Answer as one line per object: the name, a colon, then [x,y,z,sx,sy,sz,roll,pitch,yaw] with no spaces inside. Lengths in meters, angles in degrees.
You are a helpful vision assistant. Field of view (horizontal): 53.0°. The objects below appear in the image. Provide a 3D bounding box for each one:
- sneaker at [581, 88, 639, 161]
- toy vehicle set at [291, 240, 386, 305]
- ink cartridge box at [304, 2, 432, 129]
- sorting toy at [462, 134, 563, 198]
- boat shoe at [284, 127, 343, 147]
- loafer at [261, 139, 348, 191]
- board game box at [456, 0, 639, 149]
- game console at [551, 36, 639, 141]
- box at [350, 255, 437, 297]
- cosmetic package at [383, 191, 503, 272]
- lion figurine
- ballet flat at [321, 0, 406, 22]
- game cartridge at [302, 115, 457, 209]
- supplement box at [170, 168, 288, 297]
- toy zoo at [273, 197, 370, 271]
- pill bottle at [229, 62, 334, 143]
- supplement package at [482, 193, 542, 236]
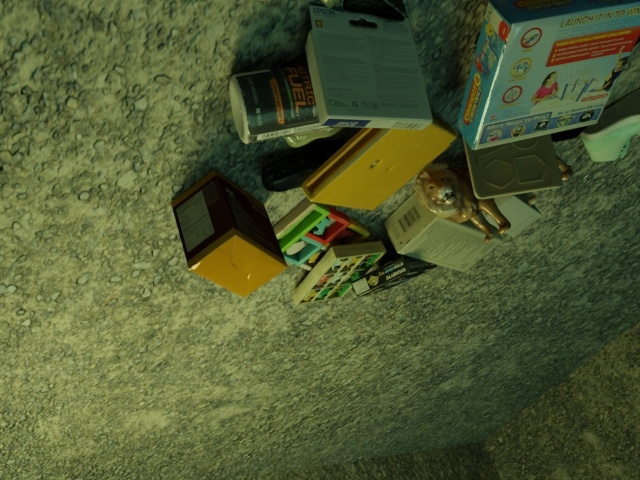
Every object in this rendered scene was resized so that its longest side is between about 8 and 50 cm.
sneaker: [0.817,-0.299,1.685,0.255,0.094,0.151,-23,140,16]
toy vehicle set: [0.047,0.092,1.759,0.165,0.035,0.267,-7,152,-33]
ink cartridge box: [0.084,-0.313,1.170,0.223,0.224,0.045,-2,165,-26]
sorting toy: [0.444,-0.196,1.501,0.208,0.193,0.038,-7,162,0]
boat shoe: [-0.007,-0.244,1.327,0.152,0.056,0.048,-20,150,8]
loafer: [-0.024,-0.163,1.413,0.223,0.076,0.078,-20,164,-13]
board game box: [0.451,-0.343,1.270,0.308,0.086,0.302,-13,143,-13]
game console: [0.631,-0.376,1.526,0.213,0.044,0.361,3,139,-33]
box: [0.210,0.094,1.805,0.175,0.051,0.220,-28,168,27]
cosmetic package: [0.340,-0.024,1.761,0.309,0.113,0.160,16,130,-43]
lion figurine: [0.429,-0.158,1.595,0.392,0.240,0.142,-37,175,-19]
ballet flat: [0.081,-0.425,1.141,0.173,0.049,0.058,-2,139,-27]
game cartridge: [0.142,-0.178,1.426,0.285,0.053,0.323,-40,162,22]
supplement box: [-0.198,-0.013,1.396,0.129,0.194,0.191,-34,143,15]
toy zoo: [0.000,0.000,1.669,0.192,0.030,0.293,-40,142,22]
pill bottle: [-0.040,-0.267,1.211,0.245,0.131,0.131,-14,144,-15]
supplement package: [0.508,-0.099,1.764,0.105,0.105,0.179,-41,142,24]
